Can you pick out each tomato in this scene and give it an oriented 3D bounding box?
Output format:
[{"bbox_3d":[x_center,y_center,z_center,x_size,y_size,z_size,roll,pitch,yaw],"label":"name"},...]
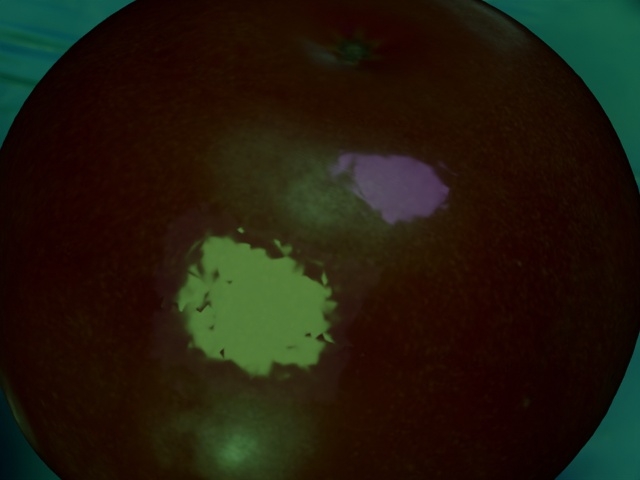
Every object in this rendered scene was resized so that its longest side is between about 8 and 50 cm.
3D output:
[{"bbox_3d":[0.000,0.000,0.422,0.195,0.195,0.136,20,128,9],"label":"tomato"}]
